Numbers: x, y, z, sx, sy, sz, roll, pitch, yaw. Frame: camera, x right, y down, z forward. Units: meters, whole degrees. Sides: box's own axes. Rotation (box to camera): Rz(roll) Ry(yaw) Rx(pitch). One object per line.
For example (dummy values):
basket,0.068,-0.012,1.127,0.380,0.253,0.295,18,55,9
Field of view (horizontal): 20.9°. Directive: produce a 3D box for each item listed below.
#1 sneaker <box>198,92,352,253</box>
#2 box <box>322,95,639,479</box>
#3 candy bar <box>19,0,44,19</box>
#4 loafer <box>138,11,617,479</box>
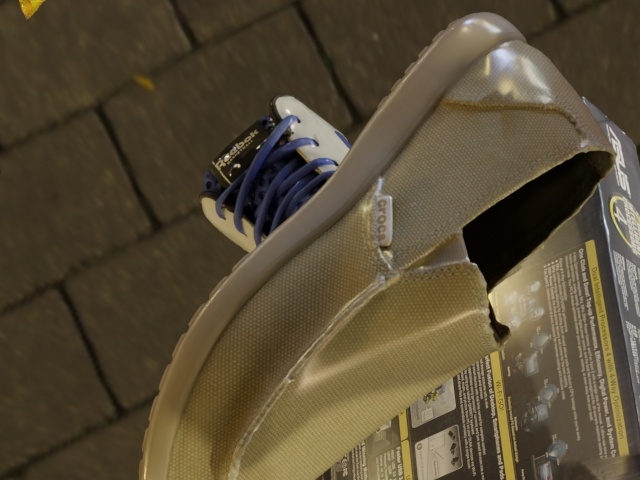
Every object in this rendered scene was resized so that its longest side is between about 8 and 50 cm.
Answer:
sneaker,0.000,0.000,1.133,0.182,0.315,0.127,37,95,-1
box,0.142,0.105,1.492,0.318,0.097,0.395,-31,44,30
candy bar,-0.230,-0.226,1.239,0.040,0.161,0.018,-44,48,-14
loafer,0.026,0.027,0.703,0.092,0.102,0.268,30,79,25
